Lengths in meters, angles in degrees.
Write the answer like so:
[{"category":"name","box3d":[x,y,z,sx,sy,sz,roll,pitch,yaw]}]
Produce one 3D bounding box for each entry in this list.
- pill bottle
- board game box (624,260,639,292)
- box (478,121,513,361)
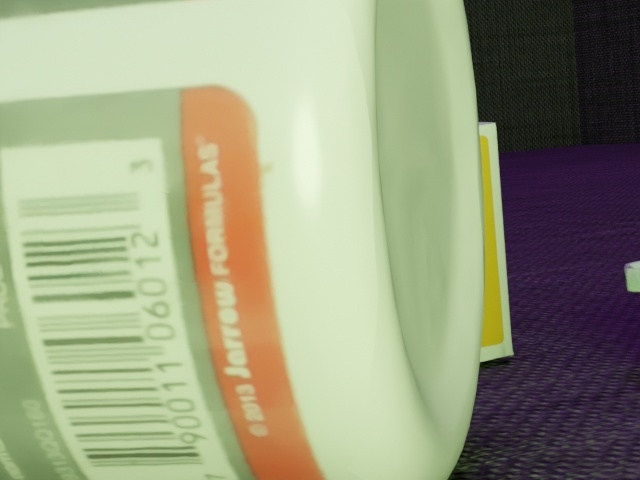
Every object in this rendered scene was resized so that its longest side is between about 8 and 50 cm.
[{"category":"pill bottle","box3d":[-0.140,-0.014,0.484,0.363,0.210,0.210,-3,5,15]},{"category":"board game box","box3d":[0.390,0.014,0.581,0.390,0.050,0.390,-9,7,-36]},{"category":"box","box3d":[0.000,0.000,0.746,0.103,0.114,0.203,-7,7,-23]}]
